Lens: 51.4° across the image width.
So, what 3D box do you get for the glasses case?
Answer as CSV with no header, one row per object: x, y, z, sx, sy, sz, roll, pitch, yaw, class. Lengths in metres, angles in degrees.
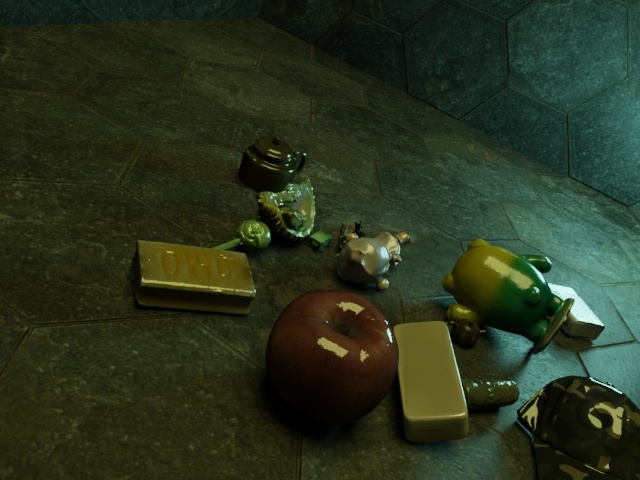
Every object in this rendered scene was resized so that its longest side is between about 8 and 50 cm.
0.250,0.320,1.558,0.144,0.076,0.336,-4,30,5,glasses case

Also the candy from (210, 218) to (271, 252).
-0.269,0.022,1.778,0.336,0.092,0.092,-24,9,-42,candy

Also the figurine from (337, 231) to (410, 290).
0.158,0.046,1.946,0.276,0.133,0.200,-16,67,-48,figurine

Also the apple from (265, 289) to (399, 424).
0.019,0.247,1.409,0.306,0.234,0.305,14,32,-9,apple

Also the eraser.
0.807,0.226,2.157,0.125,0.067,0.210,11,30,-19,eraser

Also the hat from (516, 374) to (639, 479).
0.643,0.484,1.485,0.367,0.257,0.381,21,9,2,hat

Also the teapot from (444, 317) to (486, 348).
0.396,0.247,1.836,0.121,0.068,0.076,19,29,-7,teapot

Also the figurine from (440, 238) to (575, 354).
0.533,0.151,1.922,0.340,0.323,0.231,33,-14,11,figurine

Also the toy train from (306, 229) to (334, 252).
0.000,0.000,2.016,0.056,0.038,0.093,29,30,17,toy train

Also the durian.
-0.098,-0.089,1.959,0.172,0.166,0.306,38,20,20,durian

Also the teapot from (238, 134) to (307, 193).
-0.155,-0.269,2.227,0.268,0.175,0.185,-5,41,-40,teapot

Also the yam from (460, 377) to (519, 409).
0.396,0.372,1.621,0.179,0.078,0.078,3,34,-30,yam

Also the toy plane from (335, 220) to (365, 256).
0.093,-0.005,2.071,0.078,0.053,0.197,-11,30,15,toy plane

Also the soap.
-0.307,0.088,1.602,0.274,0.089,0.173,7,36,-25,soap
